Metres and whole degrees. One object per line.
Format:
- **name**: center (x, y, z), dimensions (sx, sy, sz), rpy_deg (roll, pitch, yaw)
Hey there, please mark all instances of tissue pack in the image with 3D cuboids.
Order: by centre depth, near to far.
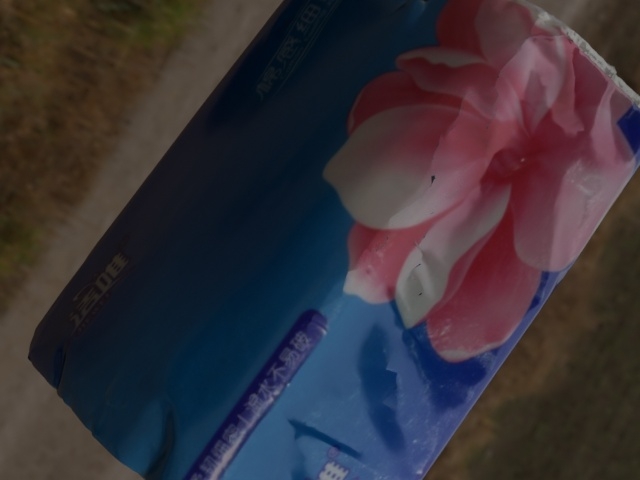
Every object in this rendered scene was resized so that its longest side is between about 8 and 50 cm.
- **tissue pack**: center (0.000, 0.000, 0.853), dimensions (0.137, 0.209, 0.270), rpy_deg (35, 91, -33)
